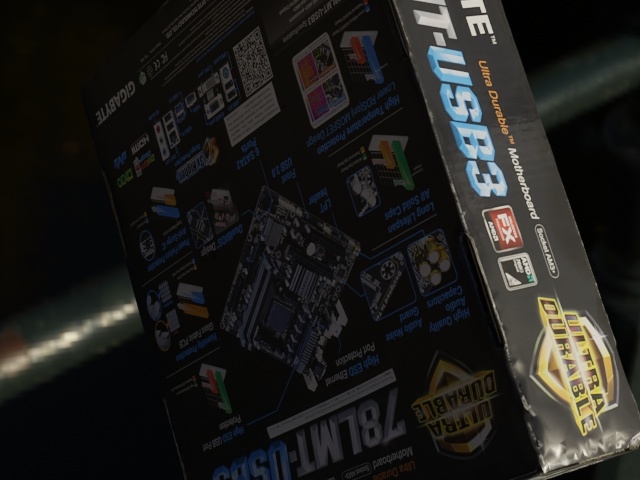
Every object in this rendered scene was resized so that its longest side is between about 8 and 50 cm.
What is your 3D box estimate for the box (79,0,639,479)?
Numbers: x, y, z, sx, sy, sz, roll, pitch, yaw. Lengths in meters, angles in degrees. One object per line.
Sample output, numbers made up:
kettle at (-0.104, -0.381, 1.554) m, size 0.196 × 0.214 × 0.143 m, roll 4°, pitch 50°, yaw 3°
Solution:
box at (0.000, 0.000, 0.868) m, size 0.073 × 0.295 × 0.293 m, roll -11°, pitch 77°, yaw -35°
